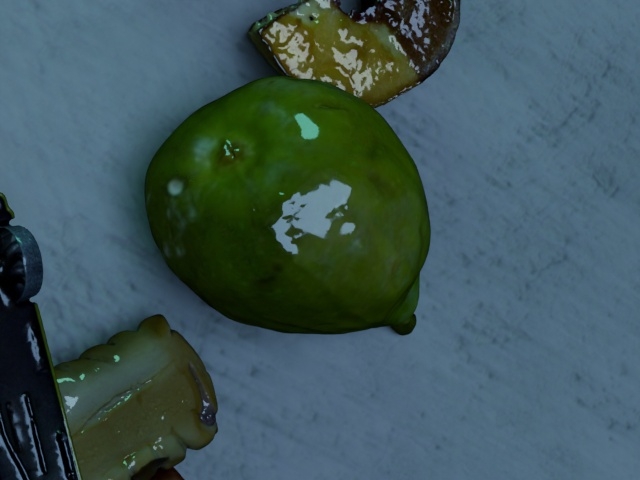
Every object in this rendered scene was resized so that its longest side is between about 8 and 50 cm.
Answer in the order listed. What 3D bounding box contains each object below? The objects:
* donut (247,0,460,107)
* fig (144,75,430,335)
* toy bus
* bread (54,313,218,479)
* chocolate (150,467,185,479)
[{"bbox_3d":[0.035,-0.201,1.414,0.217,0.085,0.141,-31,104,-22],"label":"donut"},{"bbox_3d":[-0.001,-0.028,1.354,0.314,0.233,0.233,5,88,-54],"label":"fig"},{"bbox_3d":[-0.277,0.139,1.142,0.145,0.151,0.331,-12,87,-39],"label":"toy bus"},{"bbox_3d":[-0.191,0.157,1.293,0.225,0.081,0.134,-26,105,-36],"label":"bread"},{"bbox_3d":[-0.109,0.330,1.269,0.108,0.235,0.237,-23,101,-13],"label":"chocolate"}]
